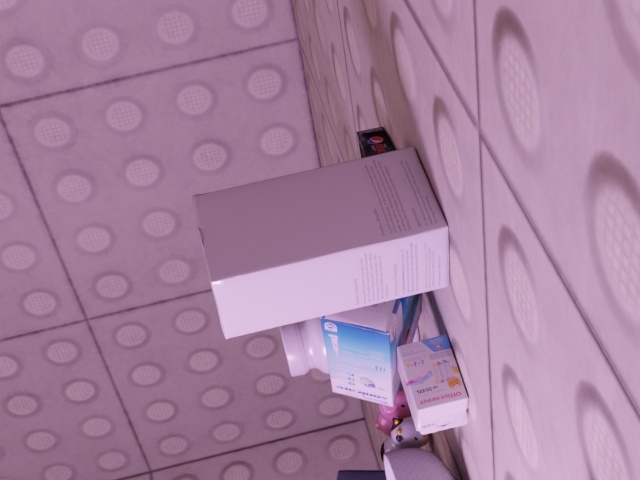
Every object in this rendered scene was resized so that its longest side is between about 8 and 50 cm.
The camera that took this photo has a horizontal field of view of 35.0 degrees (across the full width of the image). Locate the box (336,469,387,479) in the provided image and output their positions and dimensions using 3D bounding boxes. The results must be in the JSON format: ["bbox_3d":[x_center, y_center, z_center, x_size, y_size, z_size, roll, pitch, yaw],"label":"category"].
[{"bbox_3d":[0.132,0.706,2.246,0.294,0.183,0.296,67,-153,-43],"label":"box"}]

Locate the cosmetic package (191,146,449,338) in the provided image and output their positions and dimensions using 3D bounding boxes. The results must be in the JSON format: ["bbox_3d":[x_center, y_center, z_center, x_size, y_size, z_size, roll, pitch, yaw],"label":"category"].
[{"bbox_3d":[0.000,0.000,1.592,0.155,0.366,0.197,81,176,-48],"label":"cosmetic package"}]

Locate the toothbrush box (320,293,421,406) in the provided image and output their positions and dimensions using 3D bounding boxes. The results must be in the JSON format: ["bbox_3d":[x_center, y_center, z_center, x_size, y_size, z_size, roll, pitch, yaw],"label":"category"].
[{"bbox_3d":[0.098,0.134,1.828,0.295,0.126,0.216,84,-157,-56],"label":"toothbrush box"}]

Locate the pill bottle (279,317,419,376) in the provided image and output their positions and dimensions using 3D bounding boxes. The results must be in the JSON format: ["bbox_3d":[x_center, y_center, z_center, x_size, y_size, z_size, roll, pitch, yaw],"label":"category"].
[{"bbox_3d":[0.058,0.192,2.149,0.162,0.279,0.162,166,90,-87],"label":"pill bottle"}]

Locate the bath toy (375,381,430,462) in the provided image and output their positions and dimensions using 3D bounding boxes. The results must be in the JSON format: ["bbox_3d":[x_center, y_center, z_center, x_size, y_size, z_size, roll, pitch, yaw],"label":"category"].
[{"bbox_3d":[0.174,0.416,2.393,0.129,0.151,0.348,30,-153,-28],"label":"bath toy"}]

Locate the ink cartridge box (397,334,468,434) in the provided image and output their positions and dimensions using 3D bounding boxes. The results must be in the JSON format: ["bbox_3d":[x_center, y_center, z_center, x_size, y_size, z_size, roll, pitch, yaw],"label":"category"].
[{"bbox_3d":[0.193,0.251,1.731,0.090,0.092,0.143,82,173,-56],"label":"ink cartridge box"}]

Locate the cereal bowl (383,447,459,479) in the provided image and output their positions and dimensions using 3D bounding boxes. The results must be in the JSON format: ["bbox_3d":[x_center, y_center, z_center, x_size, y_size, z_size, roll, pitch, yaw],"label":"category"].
[{"bbox_3d":[0.228,0.557,1.951,0.339,0.141,0.338,167,90,-86],"label":"cereal bowl"}]

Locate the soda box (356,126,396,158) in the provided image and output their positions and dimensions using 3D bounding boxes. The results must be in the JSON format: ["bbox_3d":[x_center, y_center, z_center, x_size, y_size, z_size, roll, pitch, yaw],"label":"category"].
[{"bbox_3d":[0.111,-0.144,1.846,0.169,0.053,0.060,-108,5,-58],"label":"soda box"}]
